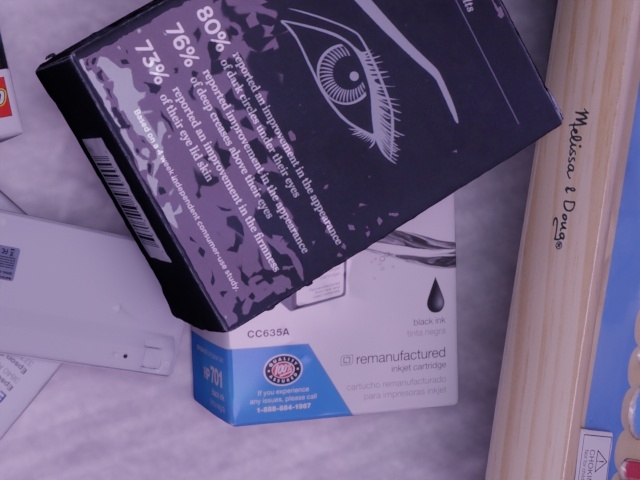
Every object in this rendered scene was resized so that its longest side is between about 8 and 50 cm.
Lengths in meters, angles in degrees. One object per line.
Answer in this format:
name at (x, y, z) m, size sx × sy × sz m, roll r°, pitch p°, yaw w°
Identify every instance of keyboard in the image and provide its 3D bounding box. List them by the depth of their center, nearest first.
keyboard at (-0.167, 0.019, 0.806) m, size 0.256 × 0.014 × 0.072 m, roll 13°, pitch 85°, yaw -42°

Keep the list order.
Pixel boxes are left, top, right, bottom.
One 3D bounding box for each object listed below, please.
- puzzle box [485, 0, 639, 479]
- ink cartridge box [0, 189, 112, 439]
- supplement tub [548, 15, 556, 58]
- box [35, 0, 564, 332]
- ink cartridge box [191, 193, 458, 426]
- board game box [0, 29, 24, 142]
puzzle box at (0.214, 0.006, 0.919) m, size 0.272 × 0.052 × 0.408 m, roll 13°, pitch 85°, yaw -47°
ink cartridge box at (-0.323, 0.046, 0.786) m, size 0.324 × 0.071 × 0.330 m, roll 45°, pitch 70°, yaw -18°
supplement tub at (0.181, -0.153, 0.963) m, size 0.071 × 0.071 × 0.107 m, roll 14°, pitch 91°, yaw -20°
box at (-0.011, -0.073, 0.804) m, size 0.207 × 0.108 × 0.153 m, roll -31°, pitch 101°, yaw -15°
ink cartridge box at (0.000, 0.000, 0.915) m, size 0.140 × 0.082 × 0.190 m, roll -4°, pitch 98°, yaw -18°
board game box at (-0.305, -0.114, 0.739) m, size 0.305 × 0.053 × 0.192 m, roll -14°, pitch 92°, yaw -28°
